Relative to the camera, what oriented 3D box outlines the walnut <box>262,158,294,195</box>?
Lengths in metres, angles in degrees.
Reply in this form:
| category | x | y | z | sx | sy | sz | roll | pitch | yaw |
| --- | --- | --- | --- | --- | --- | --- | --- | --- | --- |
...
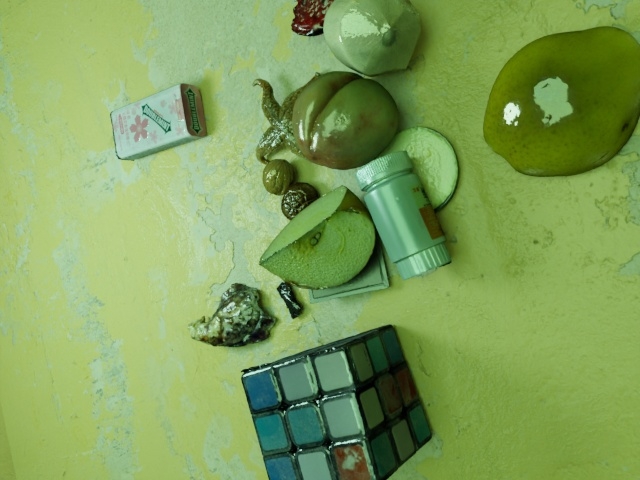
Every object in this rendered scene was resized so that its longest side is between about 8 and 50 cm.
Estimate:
| category | x | y | z | sx | sy | sz | roll | pitch | yaw |
| --- | --- | --- | --- | --- | --- | --- | --- | --- | --- |
| walnut | -0.132 | -0.196 | 1.813 | 0.105 | 0.105 | 0.125 | 39 | 129 | 23 |

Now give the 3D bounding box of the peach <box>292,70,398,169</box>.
| category | x | y | z | sx | sy | sz | roll | pitch | yaw |
| --- | --- | --- | --- | --- | --- | --- | --- | --- | --- |
| peach | 0.060 | -0.325 | 1.593 | 0.292 | 0.247 | 0.293 | -4 | 68 | 10 |

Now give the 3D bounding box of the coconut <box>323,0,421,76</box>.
| category | x | y | z | sx | sy | sz | roll | pitch | yaw |
| --- | --- | --- | --- | --- | --- | --- | --- | --- | --- |
| coconut | 0.145 | -0.557 | 1.547 | 0.245 | 0.244 | 0.247 | -63 | 30 | 17 |

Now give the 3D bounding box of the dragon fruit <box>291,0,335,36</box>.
| category | x | y | z | sx | sy | sz | roll | pitch | yaw |
| --- | --- | --- | --- | --- | --- | --- | --- | --- | --- |
| dragon fruit | 0.053 | -0.761 | 1.686 | 0.282 | 0.100 | 0.344 | 13 | 101 | 30 |

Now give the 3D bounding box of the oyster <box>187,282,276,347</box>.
| category | x | y | z | sx | sy | sz | roll | pitch | yaw |
| --- | --- | --- | --- | --- | --- | --- | --- | --- | --- |
| oyster | -0.298 | 0.264 | 1.931 | 0.275 | 0.100 | 0.271 | 33 | 92 | 30 |

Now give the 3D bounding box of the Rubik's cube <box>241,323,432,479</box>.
| category | x | y | z | sx | sy | sz | roll | pitch | yaw |
| --- | --- | --- | --- | --- | --- | --- | --- | --- | --- |
| Rubik's cube | 0.046 | 0.460 | 1.592 | 0.362 | 0.363 | 0.359 | -24 | 78 | 27 |

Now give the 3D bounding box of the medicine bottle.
| category | x | y | z | sx | sy | sz | roll | pitch | yaw |
| --- | --- | --- | --- | --- | --- | --- | --- | --- | --- |
| medicine bottle | 0.221 | -0.062 | 1.536 | 0.158 | 0.158 | 0.318 | -26 | 83 | 28 |

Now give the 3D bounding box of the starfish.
| category | x | y | z | sx | sy | sz | roll | pitch | yaw |
| --- | --- | --- | --- | --- | --- | --- | --- | --- | --- |
| starfish | -0.098 | -0.356 | 1.795 | 0.327 | 0.094 | 0.375 | -34 | 80 | 25 |

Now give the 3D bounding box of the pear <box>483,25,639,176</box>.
| category | x | y | z | sx | sy | sz | roll | pitch | yaw |
| --- | --- | --- | --- | --- | --- | --- | --- | --- | --- |
| pear | 0.563 | -0.329 | 1.356 | 0.386 | 0.191 | 0.340 | -45 | 71 | 24 |

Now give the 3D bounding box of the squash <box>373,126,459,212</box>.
| category | x | y | z | sx | sy | sz | roll | pitch | yaw |
| --- | --- | --- | --- | --- | --- | --- | --- | --- | --- |
| squash | 0.268 | -0.186 | 1.618 | 0.251 | 0.049 | 0.252 | 1 | 93 | 28 |

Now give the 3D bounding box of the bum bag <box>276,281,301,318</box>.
| category | x | y | z | sx | sy | sz | roll | pitch | yaw |
| --- | --- | --- | --- | --- | --- | --- | --- | --- | --- |
| bum bag | -0.098 | 0.187 | 1.846 | 0.058 | 0.034 | 0.125 | -41 | 72 | 34 |

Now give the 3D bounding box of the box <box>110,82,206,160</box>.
| category | x | y | z | sx | sy | sz | roll | pitch | yaw |
| --- | --- | --- | --- | --- | --- | --- | --- | --- | --- |
| box | -0.584 | -0.413 | 2.067 | 0.369 | 0.112 | 0.191 | -9 | 87 | 32 |

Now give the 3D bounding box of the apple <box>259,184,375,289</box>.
| category | x | y | z | sx | sy | sz | roll | pitch | yaw |
| --- | --- | --- | --- | --- | --- | --- | --- | --- | --- |
| apple | 0.000 | 0.000 | 1.652 | 0.346 | 0.179 | 0.254 | -35 | 62 | 24 |

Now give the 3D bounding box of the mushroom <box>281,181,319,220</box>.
| category | x | y | z | sx | sy | sz | roll | pitch | yaw |
| --- | --- | --- | --- | --- | --- | --- | --- | --- | --- |
| mushroom | -0.065 | -0.118 | 1.786 | 0.109 | 0.085 | 0.126 | 18 | 100 | 28 |

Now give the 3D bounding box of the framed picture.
| category | x | y | z | sx | sy | sz | roll | pitch | yaw |
| --- | --- | --- | --- | --- | --- | --- | --- | --- | --- |
| framed picture | 0.067 | 0.068 | 1.721 | 0.252 | 0.014 | 0.197 | -14 | 80 | 20 |
